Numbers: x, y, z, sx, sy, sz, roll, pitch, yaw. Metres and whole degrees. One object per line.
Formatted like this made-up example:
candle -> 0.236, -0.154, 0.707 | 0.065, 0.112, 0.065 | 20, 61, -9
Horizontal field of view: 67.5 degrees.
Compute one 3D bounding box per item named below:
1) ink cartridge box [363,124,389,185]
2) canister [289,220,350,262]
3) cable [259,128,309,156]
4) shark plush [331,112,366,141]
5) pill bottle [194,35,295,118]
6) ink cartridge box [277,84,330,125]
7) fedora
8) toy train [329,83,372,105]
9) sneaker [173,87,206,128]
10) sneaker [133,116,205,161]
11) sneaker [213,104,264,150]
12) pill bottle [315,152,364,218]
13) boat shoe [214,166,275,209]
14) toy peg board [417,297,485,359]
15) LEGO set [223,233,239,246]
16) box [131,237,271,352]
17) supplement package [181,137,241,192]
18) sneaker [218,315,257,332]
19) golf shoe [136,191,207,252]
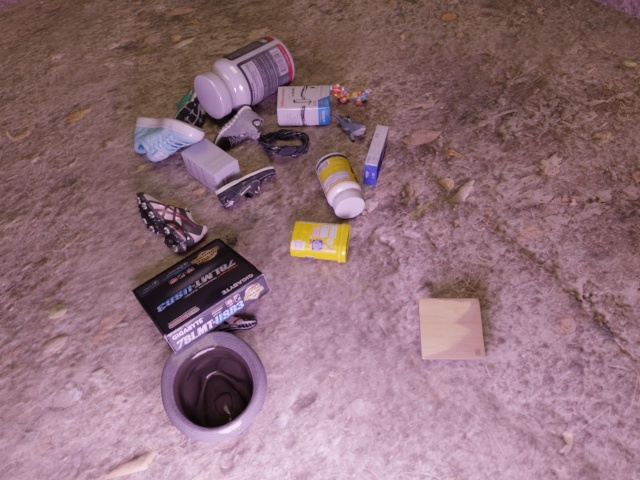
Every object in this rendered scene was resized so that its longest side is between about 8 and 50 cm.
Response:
ink cartridge box -> 0.195, -0.300, 1.676 | 0.046, 0.097, 0.207 | 12, 54, 11
canister -> 0.000, 0.000, 1.474 | 0.170, 0.073, 0.126 | 6, 53, 8
cable -> -0.128, -0.361, 1.768 | 0.185, 0.047, 0.150 | -21, 47, -24
shark plush -> 0.113, -0.444, 1.805 | 0.073, 0.067, 0.161 | -28, 57, -18
pill bottle -> -0.293, -0.629, 1.859 | 0.210, 0.210, 0.363 | 37, 59, 25
ink cartridge box -> -0.065, -0.524, 1.860 | 0.203, 0.085, 0.148 | -2, 53, 0
fedora -> -0.249, 0.371, 1.170 | 0.244, 0.124, 0.275 | -31, 51, -21
toy train -> 0.113, -0.567, 1.876 | 0.167, 0.125, 0.046 | 6, 90, -5
sneaker -> -0.512, -0.501, 1.870 | 0.110, 0.107, 0.275 | -4, 49, 30
sneaker -> -0.535, -0.343, 1.682 | 0.366, 0.135, 0.150 | 14, 93, 43
sneaker -> -0.288, -0.388, 1.772 | 0.132, 0.086, 0.228 | 33, 73, 3
pill bottle -> 0.066, -0.180, 1.577 | 0.119, 0.119, 0.208 | -14, 54, -8
boat shoe -> -0.245, -0.183, 1.632 | 0.233, 0.084, 0.079 | -33, 97, -29
toy peg board -> 0.344, 0.243, 1.290 | 0.162, 0.079, 0.160 | 0, 69, 2
LEGO set -> -0.291, 0.008, 1.513 | 0.083, 0.023, 0.054 | -18, 51, 5
box -> -0.334, 0.136, 1.320 | 0.296, 0.073, 0.293 | -33, 34, -21
supplement package -> -0.375, -0.255, 1.658 | 0.179, 0.105, 0.105 | 36, 63, 25
sneaker -> -0.230, 0.226, 1.332 | 0.109, 0.040, 0.043 | -7, 51, -3
golf shoe -> -0.486, -0.069, 1.541 | 0.273, 0.105, 0.120 | 40, 48, 21
